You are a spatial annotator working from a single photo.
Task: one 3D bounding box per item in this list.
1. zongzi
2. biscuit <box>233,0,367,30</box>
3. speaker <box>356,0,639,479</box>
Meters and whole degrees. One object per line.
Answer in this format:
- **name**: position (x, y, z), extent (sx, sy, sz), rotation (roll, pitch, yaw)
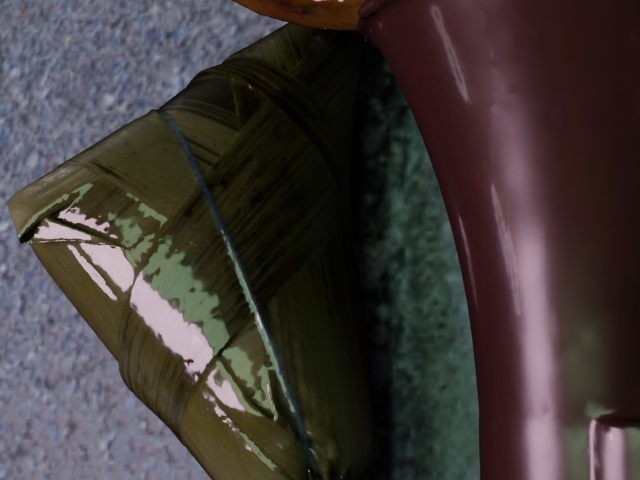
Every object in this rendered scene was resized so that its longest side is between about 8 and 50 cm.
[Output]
- **zongzi**: position (0.000, 0.000, 0.650), extent (0.242, 0.112, 0.221), rotation (-37, 73, -13)
- **biscuit**: position (0.034, -0.137, 0.639), extent (0.224, 0.144, 0.033), rotation (8, 124, 28)
- **speaker**: position (0.147, 0.048, 0.502), extent (0.259, 0.198, 0.329), rotation (-14, 77, 46)
